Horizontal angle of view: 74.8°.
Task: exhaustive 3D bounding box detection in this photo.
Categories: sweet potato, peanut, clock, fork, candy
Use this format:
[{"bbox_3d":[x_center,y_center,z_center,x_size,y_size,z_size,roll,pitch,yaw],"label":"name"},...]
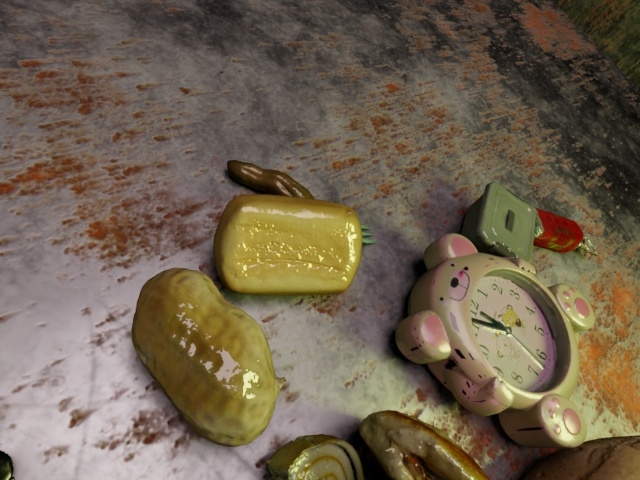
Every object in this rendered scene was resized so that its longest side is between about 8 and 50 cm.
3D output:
[{"bbox_3d":[-0.072,-0.089,0.697,0.182,0.054,0.053,32,43,-3],"label":"sweet potato"},{"bbox_3d":[-0.132,0.129,0.487,0.224,0.129,0.129,48,52,4],"label":"peanut"},{"bbox_3d":[0.290,0.149,0.688,0.310,0.114,0.283,33,58,-6],"label":"clock"},{"bbox_3d":[0.001,-0.001,0.699,0.235,0.021,0.039,-7,62,-30],"label":"fork"},{"bbox_3d":[0.520,-0.021,0.950,0.293,0.059,0.086,13,55,-21],"label":"candy"}]

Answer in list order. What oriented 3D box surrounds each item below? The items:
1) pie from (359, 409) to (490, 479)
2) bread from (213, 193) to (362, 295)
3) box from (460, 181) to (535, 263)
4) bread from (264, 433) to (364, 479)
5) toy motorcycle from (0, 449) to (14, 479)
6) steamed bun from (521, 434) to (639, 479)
[{"bbox_3d":[0.139,0.277,0.498,0.205,0.179,0.084,41,82,7],"label":"pie"},{"bbox_3d":[-0.047,0.007,0.611,0.218,0.098,0.147,8,94,-22],"label":"bread"},{"bbox_3d":[0.347,-0.018,0.838,0.124,0.093,0.172,34,52,-5],"label":"box"},{"bbox_3d":[-0.004,0.308,0.479,0.118,0.064,0.156,10,64,-27],"label":"bread"},{"bbox_3d":[-0.342,0.255,0.313,0.196,0.125,0.331,-20,76,-35],"label":"toy motorcycle"},{"bbox_3d":[0.425,0.404,0.553,0.302,0.199,0.251,-14,68,-32],"label":"steamed bun"}]
